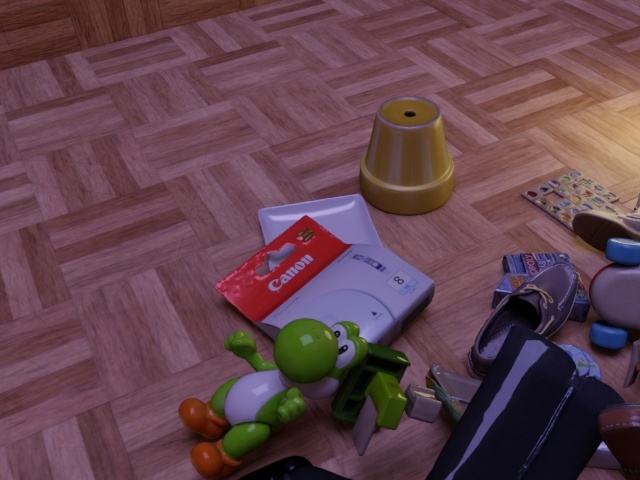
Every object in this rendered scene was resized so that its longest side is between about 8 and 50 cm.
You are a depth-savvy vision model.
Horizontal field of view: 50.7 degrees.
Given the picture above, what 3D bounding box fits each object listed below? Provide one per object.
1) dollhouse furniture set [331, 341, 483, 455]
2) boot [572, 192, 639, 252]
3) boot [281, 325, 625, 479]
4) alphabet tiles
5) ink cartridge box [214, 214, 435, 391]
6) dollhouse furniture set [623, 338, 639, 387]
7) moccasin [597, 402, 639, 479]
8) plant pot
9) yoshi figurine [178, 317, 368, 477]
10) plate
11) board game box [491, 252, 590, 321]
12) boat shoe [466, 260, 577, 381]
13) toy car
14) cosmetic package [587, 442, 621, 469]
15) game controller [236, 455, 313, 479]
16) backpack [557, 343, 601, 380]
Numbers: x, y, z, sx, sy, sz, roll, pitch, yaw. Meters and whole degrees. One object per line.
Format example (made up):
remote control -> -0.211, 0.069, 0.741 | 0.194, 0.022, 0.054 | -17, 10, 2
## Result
dollhouse furniture set -> 0.199, 0.326, 1.209 | 0.302, 0.151, 0.197 | 19, 16, -17
boot -> 0.749, -0.055, 1.627 | 0.262, 0.095, 0.203 | 18, 46, 15
boot -> 0.203, 0.309, 1.011 | 0.445, 0.367, 0.146 | -50, 11, -11
alphabet tiles -> 0.676, -0.095, 1.750 | 0.198, 0.009, 0.237 | -23, 45, -21
ink cartridge box -> 0.003, 0.098, 1.466 | 0.385, 0.091, 0.308 | 36, 59, 26
dollhouse furniture set -> 0.650, 0.284, 1.156 | 0.259, 0.135, 0.262 | -6, 21, -45
moccasin -> 0.526, 0.380, 0.987 | 0.139, 0.380, 0.147 | -16, 30, 43
plant pot -> 0.228, -0.236, 1.769 | 0.254, 0.239, 0.254 | -1, 41, 1
yoshi figurine -> -0.092, 0.248, 1.182 | 0.362, 0.203, 0.203 | -37, 3, 6
plate -> 0.000, 0.000, 1.661 | 0.278, 0.045, 0.277 | -10, 41, -7
board game box -> 0.474, 0.093, 1.509 | 0.194, 0.060, 0.194 | -1, 41, 2
boat shoe -> 0.417, 0.150, 1.366 | 0.324, 0.096, 0.116 | -41, 60, -18
toy car -> 0.672, 0.098, 1.427 | 0.210, 0.219, 0.238 | 8, 14, 14
cosmetic package -> 0.580, 0.355, 1.202 | 0.239, 0.060, 0.099 | 3, 42, 8
game controller -> -0.045, 0.500, 1.077 | 0.166, 0.067, 0.319 | -15, 42, -13
backpack -> 0.479, 0.254, 1.307 | 0.114, 0.084, 0.105 | -6, 43, -7
